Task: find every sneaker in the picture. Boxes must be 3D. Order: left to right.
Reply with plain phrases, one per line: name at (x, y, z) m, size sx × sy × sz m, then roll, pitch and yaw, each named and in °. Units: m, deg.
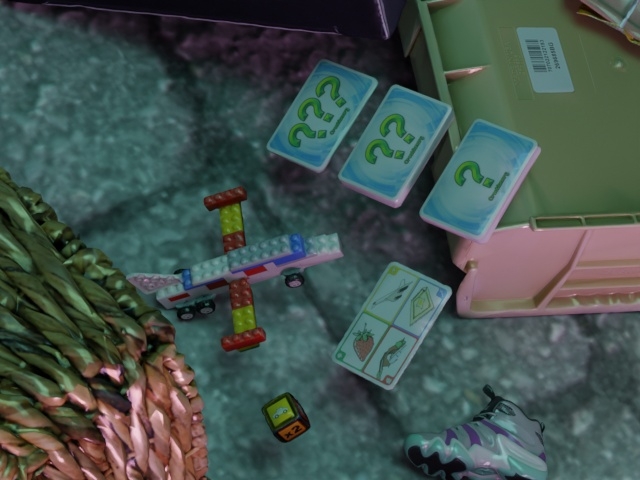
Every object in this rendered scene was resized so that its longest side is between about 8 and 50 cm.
sneaker at (0.101, 0.122, 1.160) m, size 0.098 × 0.038 × 0.069 m, roll 17°, pitch 55°, yaw -16°

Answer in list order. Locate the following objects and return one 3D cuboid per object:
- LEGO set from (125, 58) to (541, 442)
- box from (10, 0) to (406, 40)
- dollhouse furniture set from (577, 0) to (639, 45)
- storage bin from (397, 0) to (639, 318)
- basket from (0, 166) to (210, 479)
LEGO set at (0.000, 0.000, 1.131) m, size 0.182 × 0.060 × 0.244 m, roll 26°, pitch 77°, yaw 31°
box at (-0.049, -0.359, 1.238) m, size 0.293 × 0.212 × 0.395 m, roll 9°, pitch 56°, yaw 19°
dollhouse furniture set at (0.229, -0.199, 1.244) m, size 0.076 × 0.058 × 0.152 m, roll 33°, pitch 76°, yaw -3°
storage bin at (0.190, -0.091, 1.257) m, size 0.260 × 0.123 × 0.262 m, roll -2°, pitch 62°, yaw -16°
basket at (-0.202, 0.139, 0.905) m, size 0.213 × 0.299 × 0.223 m, roll 42°, pitch 57°, yaw 17°
